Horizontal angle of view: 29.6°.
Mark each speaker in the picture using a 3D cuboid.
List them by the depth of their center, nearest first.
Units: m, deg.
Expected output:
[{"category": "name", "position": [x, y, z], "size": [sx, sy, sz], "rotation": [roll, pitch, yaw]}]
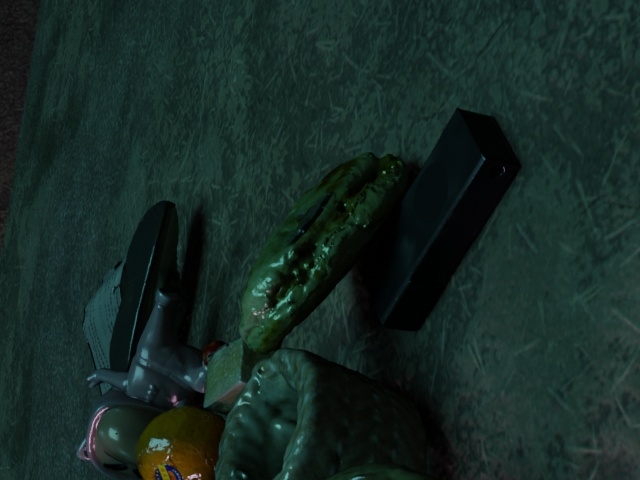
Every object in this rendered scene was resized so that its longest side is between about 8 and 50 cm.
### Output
[{"category": "speaker", "position": [0.111, -0.016, 1.167], "size": [0.218, 0.044, 0.082], "rotation": [-61, 32, 35]}]

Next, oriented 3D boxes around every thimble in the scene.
[{"category": "thimble", "position": [-0.005, 0.209, 1.170], "size": [0.196, 0.148, 0.229], "rotation": [-51, 23, 26]}]

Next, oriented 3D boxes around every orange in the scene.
[{"category": "orange", "position": [-0.165, 0.275, 1.556], "size": [0.135, 0.117, 0.136], "rotation": [9, 111, 24]}]

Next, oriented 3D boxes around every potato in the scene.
[{"category": "potato", "position": [-0.099, 0.170, 1.531], "size": [0.122, 0.061, 0.086], "rotation": [-40, 45, 53]}]

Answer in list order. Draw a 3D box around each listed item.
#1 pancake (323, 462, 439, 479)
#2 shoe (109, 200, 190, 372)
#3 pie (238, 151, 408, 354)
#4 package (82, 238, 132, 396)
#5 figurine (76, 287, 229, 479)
[{"category": "pancake", "position": [0.068, 0.295, 1.024], "size": [0.050, 0.242, 0.242], "rotation": [-41, -23, -60]}, {"category": "shoe", "position": [-0.245, 0.077, 1.824], "size": [0.103, 0.098, 0.275], "rotation": [15, 94, 57]}, {"category": "pie", "position": [0.000, 0.000, 1.251], "size": [0.248, 0.090, 0.201], "rotation": [-52, 2, -36]}, {"category": "package", "position": [-0.350, 0.149, 2.062], "size": [0.204, 0.062, 0.251], "rotation": [-40, 51, 56]}, {"category": "figurine", "position": [-0.239, 0.225, 1.689], "size": [0.287, 0.176, 0.186], "rotation": [-58, 10, 17]}]
